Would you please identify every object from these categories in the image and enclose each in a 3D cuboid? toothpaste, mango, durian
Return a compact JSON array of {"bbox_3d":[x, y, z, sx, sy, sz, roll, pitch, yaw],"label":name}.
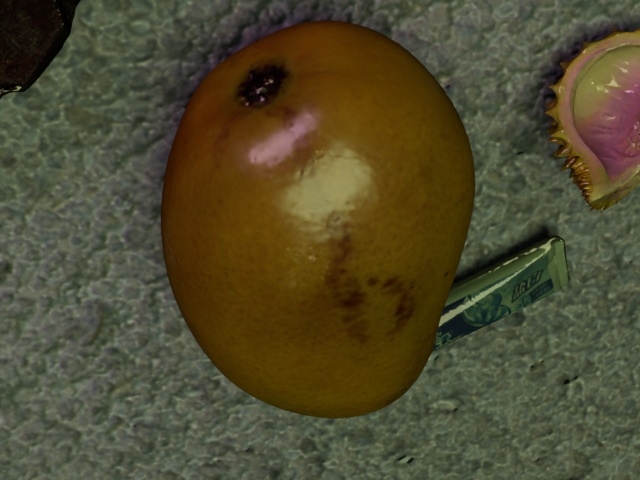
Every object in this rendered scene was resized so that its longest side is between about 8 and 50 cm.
[{"bbox_3d":[0.121,0.075,1.255,0.268,0.047,0.069,-26,107,-4],"label":"toothpaste"},{"bbox_3d":[0.000,0.000,1.089,0.264,0.221,0.378,-15,127,-10],"label":"mango"},{"bbox_3d":[0.292,-0.108,1.157,0.165,0.132,0.182,17,100,-33],"label":"durian"}]

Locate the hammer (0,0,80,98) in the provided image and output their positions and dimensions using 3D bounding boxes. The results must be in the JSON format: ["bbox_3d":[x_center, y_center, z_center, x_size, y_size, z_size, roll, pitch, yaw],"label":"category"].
[{"bbox_3d":[-0.352,-0.235,0.900,0.409,0.095,0.242,29,109,-40],"label":"hammer"}]
